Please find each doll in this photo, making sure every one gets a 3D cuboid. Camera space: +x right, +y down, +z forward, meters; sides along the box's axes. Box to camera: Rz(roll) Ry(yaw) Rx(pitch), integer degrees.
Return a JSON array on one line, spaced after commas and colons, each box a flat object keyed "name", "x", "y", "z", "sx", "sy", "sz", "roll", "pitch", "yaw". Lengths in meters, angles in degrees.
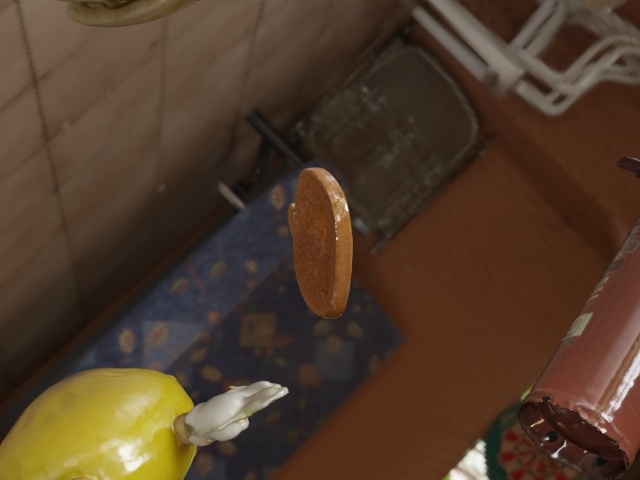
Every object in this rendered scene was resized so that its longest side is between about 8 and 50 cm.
[{"name": "doll", "x": -0.224, "y": 0.221, "z": 1.130, "sx": 0.423, "sy": 0.161, "sz": 0.348, "roll": -29, "pitch": -173, "yaw": -40}]

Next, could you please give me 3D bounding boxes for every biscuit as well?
[{"name": "biscuit", "x": 0.000, "y": 0.000, "z": 0.710, "sx": 0.015, "sy": 0.078, "sz": 0.091, "roll": -7, "pitch": 120, "yaw": -21}]

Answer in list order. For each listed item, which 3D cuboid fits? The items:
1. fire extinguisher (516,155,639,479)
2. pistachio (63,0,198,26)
[{"name": "fire extinguisher", "x": 0.286, "y": 0.041, "z": 1.073, "sx": 0.337, "sy": 0.147, "sz": 0.106, "roll": -53, "pitch": 178, "yaw": -27}, {"name": "pistachio", "x": -0.141, "y": -0.242, "z": 0.950, "sx": 0.185, "sy": 0.124, "sz": 0.124, "roll": -26, "pitch": 178, "yaw": 9}]
